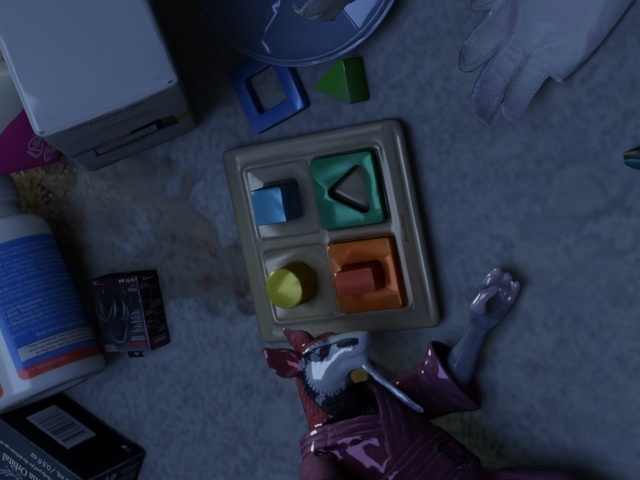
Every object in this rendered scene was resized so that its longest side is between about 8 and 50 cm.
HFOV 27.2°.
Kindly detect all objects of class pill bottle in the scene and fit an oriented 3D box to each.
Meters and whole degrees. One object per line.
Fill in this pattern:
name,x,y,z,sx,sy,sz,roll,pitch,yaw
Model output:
pill bottle,-0.308,0.048,1.306,0.124,0.124,0.221,-27,83,34

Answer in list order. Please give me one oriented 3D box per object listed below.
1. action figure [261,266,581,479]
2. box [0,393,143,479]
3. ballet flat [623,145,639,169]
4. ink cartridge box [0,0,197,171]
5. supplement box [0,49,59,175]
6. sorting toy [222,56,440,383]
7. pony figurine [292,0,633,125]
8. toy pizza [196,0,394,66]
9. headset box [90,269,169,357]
action figure,0.096,0.205,1.082,0.370,0.248,0.275,43,147,16
box,-0.284,0.253,1.362,0.156,0.093,0.158,30,117,23
ballet flat,0.279,-0.061,0.961,0.114,0.041,0.041,15,109,29
ink cartridge box,-0.194,-0.179,1.086,0.117,0.278,0.201,-22,89,-3
supplement box,-0.366,-0.155,1.303,0.220,0.111,0.114,24,114,26
sorting toy,0.000,0.000,1.144,0.196,0.047,0.347,-8,98,34
pony figurine,0.142,-0.284,0.879,0.351,0.303,0.363,-41,63,24
toy pizza,-0.020,-0.245,1.093,0.201,0.032,0.201,4,101,22
headset box,-0.185,0.073,1.290,0.062,0.032,0.083,-5,98,33
